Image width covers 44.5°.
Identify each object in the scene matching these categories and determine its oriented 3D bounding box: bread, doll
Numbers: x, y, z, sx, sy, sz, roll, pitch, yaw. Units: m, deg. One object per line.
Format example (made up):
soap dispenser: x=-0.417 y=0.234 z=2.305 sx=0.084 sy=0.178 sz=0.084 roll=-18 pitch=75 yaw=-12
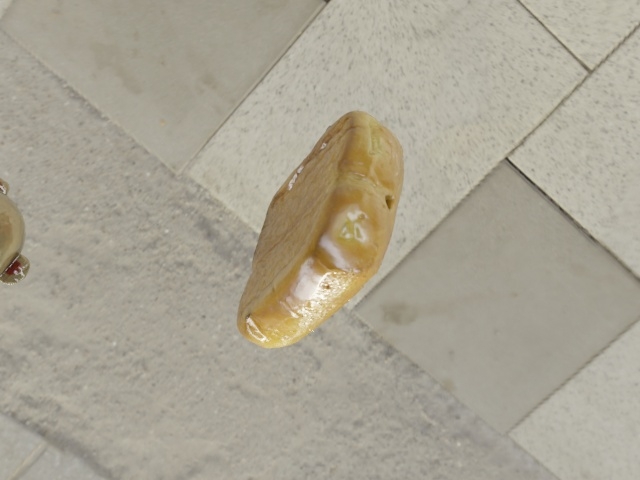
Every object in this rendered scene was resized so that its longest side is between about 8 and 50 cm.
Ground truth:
bread: x=0.007 y=0.003 z=1.229 sx=0.148 sy=0.328 sz=0.337 roll=25 pitch=138 yaw=-16
doll: x=-0.705 y=0.009 z=1.413 sx=0.329 sy=0.174 sz=0.235 roll=-14 pitch=74 yaw=-22
